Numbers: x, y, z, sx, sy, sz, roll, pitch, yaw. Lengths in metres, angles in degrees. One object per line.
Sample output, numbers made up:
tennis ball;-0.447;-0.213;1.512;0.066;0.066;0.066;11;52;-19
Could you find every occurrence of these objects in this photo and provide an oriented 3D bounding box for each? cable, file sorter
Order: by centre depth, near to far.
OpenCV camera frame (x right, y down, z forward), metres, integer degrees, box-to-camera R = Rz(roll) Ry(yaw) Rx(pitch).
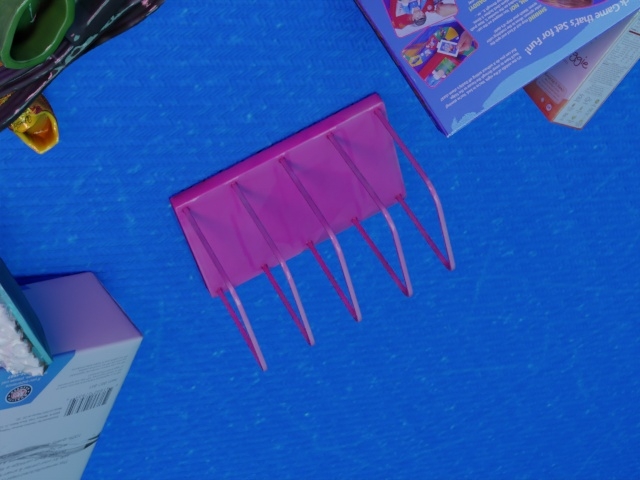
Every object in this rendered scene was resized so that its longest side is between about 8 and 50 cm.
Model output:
cable;-0.268;-0.219;1.888;0.287;0.072;0.139;-45;157;8
file sorter;0.000;0.000;2.254;0.291;0.182;0.202;-27;143;-7

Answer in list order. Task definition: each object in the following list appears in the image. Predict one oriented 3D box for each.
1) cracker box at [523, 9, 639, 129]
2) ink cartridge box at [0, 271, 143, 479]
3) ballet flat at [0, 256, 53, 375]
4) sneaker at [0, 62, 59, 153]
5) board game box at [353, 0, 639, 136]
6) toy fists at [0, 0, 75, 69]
cracker box;0.325;-0.273;2.205;0.067;0.155;0.232;11;125;-44
ink cartridge box;-0.381;0.204;2.227;0.223;0.129;0.307;-12;140;-42
ballet flat;-0.425;0.000;1.952;0.147;0.147;0.409;-28;126;-7
sneaker;-0.327;-0.156;1.928;0.064;0.067;0.175;-36;142;7
board game box;0.218;-0.309;2.034;0.347;0.078;0.233;-33;102;1
toy fists;-0.272;-0.306;1.736;0.096;0.142;0.279;-11;140;-45
